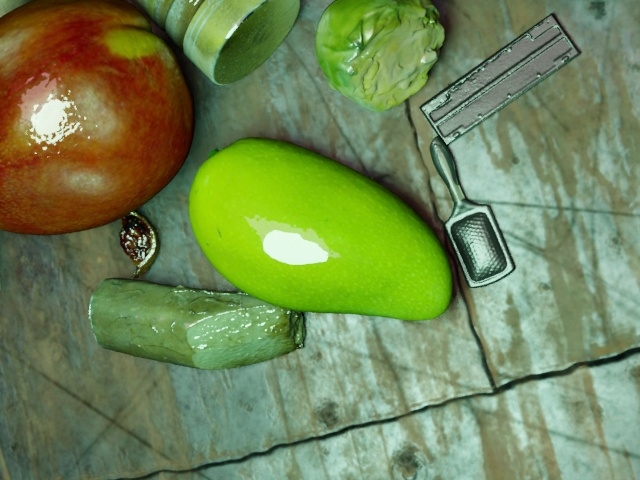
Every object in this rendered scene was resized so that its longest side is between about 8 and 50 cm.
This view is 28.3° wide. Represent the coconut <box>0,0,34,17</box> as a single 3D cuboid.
[{"bbox_3d":[-0.457,-0.331,1.674,0.153,0.147,0.147,-36,79,21],"label":"coconut"}]

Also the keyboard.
[{"bbox_3d":[0.216,-0.195,1.549,0.198,0.010,0.063,-34,81,12],"label":"keyboard"}]

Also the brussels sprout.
[{"bbox_3d":[0.064,-0.243,1.537,0.122,0.152,0.149,54,131,40],"label":"brussels sprout"}]

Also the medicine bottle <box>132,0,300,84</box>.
[{"bbox_3d":[-0.187,-0.357,1.594,0.322,0.151,0.151,46,100,13],"label":"medicine bottle"}]

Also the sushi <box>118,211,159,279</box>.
[{"bbox_3d":[-0.238,-0.003,1.651,0.050,0.047,0.099,-23,84,11],"label":"sushi"}]

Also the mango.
[{"bbox_3d":[0.000,0.000,1.525,0.343,0.156,0.192,24,79,11],"label":"mango"}]

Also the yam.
[{"bbox_3d":[-0.154,0.108,1.599,0.259,0.106,0.106,7,90,17],"label":"yam"}]

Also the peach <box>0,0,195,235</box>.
[{"bbox_3d":[-0.323,-0.146,1.546,0.332,0.308,0.307,-25,81,-2],"label":"peach"}]

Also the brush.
[{"bbox_3d":[0.174,-0.037,1.552,0.063,0.016,0.193,-24,83,13],"label":"brush"}]
